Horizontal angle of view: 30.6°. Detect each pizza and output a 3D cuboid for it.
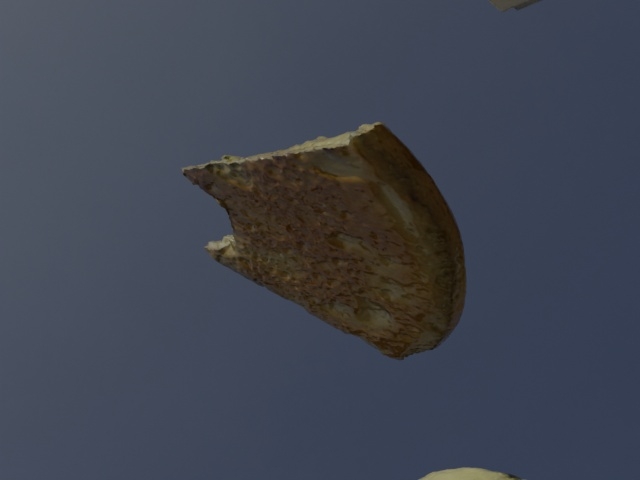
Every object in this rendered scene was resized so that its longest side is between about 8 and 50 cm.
[{"bbox_3d":[0.000,0.000,0.795,0.034,0.262,0.181,-42,-60,-32],"label":"pizza"}]

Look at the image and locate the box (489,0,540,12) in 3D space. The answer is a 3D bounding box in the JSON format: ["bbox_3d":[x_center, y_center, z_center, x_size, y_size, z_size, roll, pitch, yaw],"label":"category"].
[{"bbox_3d":[0.116,-0.163,0.426,0.051,0.129,0.130,33,-114,-25],"label":"box"}]

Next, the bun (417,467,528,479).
[{"bbox_3d":[0.148,0.334,1.013,0.259,0.160,0.259,12,-53,16],"label":"bun"}]
